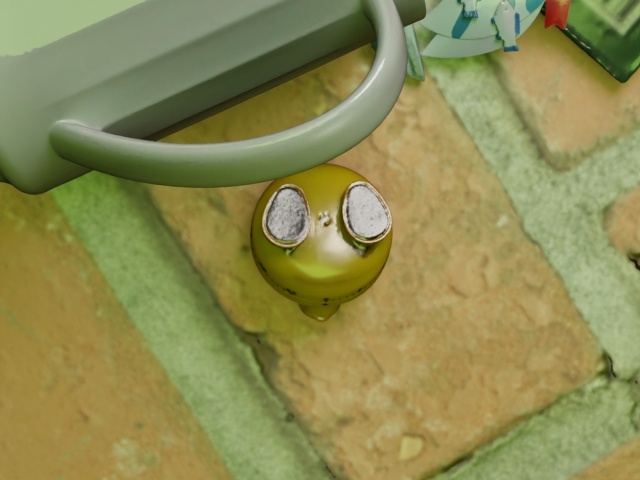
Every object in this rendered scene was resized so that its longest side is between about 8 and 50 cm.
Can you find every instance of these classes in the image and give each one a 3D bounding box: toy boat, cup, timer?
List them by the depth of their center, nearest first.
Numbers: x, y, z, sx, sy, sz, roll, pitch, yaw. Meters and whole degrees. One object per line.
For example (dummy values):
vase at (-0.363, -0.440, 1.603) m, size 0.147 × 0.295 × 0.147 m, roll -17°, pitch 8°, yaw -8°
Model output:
cup at (-0.107, -0.156, 1.300) m, size 0.327 × 0.237 × 0.322 m, roll -24°, pitch 59°, yaw -1°
toy boat at (0.100, -0.161, 1.442) m, size 0.149 × 0.034 × 0.105 m, roll 17°, pitch 114°, yaw -4°
timer at (0.000, 0.000, 1.458) m, size 0.107 × 0.109 × 0.107 m, roll 2°, pitch 72°, yaw -5°

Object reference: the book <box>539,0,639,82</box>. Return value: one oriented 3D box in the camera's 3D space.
book at (0.247, -0.333, 1.421) m, size 0.260 × 0.043 × 0.371 m, roll 40°, pitch 98°, yaw -13°
